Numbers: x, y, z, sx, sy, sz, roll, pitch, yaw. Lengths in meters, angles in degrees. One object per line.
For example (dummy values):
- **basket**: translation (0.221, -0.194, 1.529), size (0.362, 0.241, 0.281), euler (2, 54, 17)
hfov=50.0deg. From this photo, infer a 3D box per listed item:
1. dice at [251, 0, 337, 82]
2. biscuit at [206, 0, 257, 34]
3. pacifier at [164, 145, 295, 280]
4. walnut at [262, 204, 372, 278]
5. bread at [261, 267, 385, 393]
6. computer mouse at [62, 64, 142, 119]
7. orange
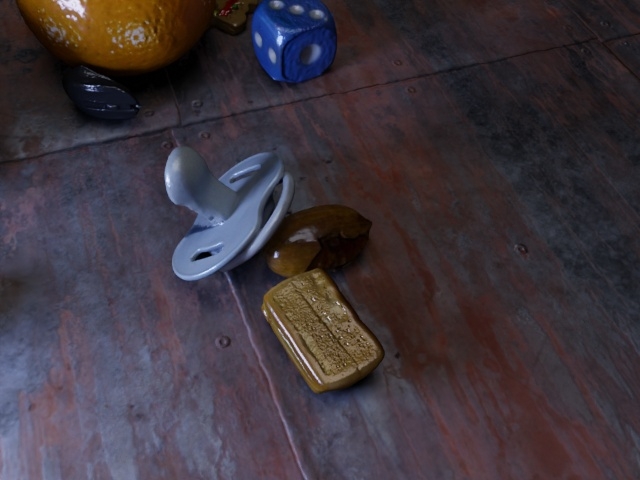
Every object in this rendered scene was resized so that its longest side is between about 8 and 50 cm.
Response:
- **dice**: translation (-0.058, -0.428, 1.448), size (0.146, 0.143, 0.146), euler (-25, 61, -22)
- **biscuit**: translation (-0.266, -0.554, 1.598), size (0.238, 0.041, 0.212), euler (-5, 54, -8)
- **pacifier**: translation (-0.167, -0.075, 1.114), size (0.227, 0.207, 0.279), euler (-19, 38, 39)
- **walnut**: translation (0.000, 0.000, 1.142), size (0.207, 0.116, 0.116), euler (-19, 55, -26)
- **bread**: translation (0.001, 0.140, 1.046), size (0.116, 0.077, 0.200), euler (-24, 59, -23)
- **computer mouse**: translation (-0.433, -0.278, 1.334), size (0.172, 0.099, 0.057), euler (19, 54, 9)
- **orange**: translation (-0.416, -0.543, 1.389), size (0.423, 0.326, 0.424), euler (0, 59, 0)
